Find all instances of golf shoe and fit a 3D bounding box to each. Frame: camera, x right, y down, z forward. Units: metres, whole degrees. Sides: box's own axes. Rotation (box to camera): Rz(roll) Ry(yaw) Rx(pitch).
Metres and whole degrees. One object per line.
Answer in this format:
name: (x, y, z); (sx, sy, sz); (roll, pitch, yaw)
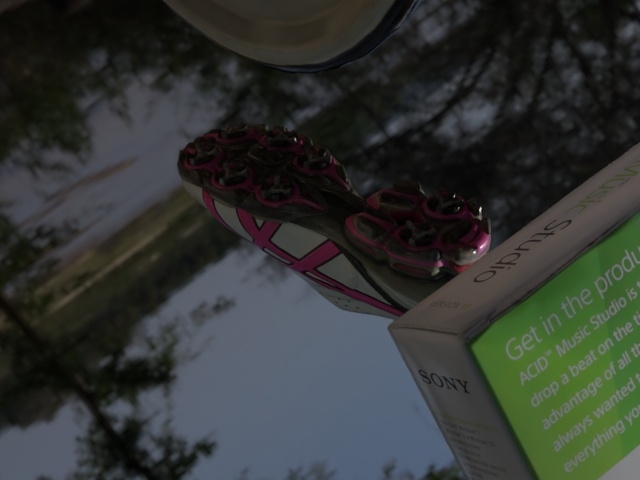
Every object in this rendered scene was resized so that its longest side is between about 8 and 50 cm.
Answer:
golf shoe: (0.000, 0.000, 0.756); (0.067, 0.186, 0.086); (-40, 143, -39)

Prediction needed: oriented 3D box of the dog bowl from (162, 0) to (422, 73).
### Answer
dog bowl: (-0.021, -0.277, 0.531); (0.150, 0.408, 0.408); (-28, 180, -22)

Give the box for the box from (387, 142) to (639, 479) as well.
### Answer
box: (0.190, 0.106, 0.566); (0.232, 0.322, 0.058); (-34, -163, -23)
